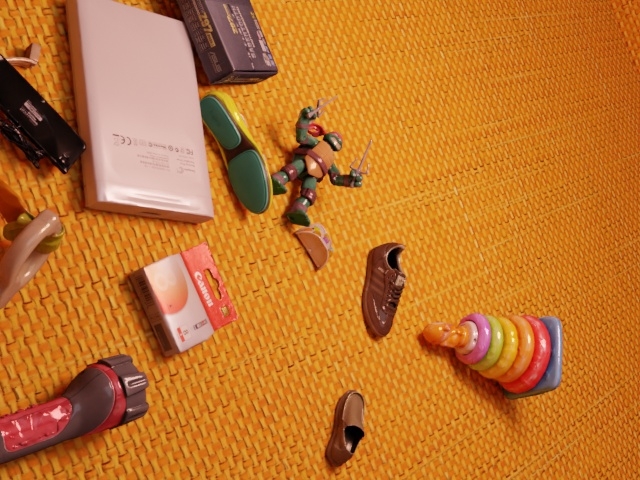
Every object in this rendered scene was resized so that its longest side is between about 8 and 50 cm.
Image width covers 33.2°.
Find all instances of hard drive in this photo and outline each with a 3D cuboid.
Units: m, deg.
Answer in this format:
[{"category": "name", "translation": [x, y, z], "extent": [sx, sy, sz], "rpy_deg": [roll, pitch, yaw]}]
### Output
[{"category": "hard drive", "translation": [-0.291, -0.210, 1.741], "extent": [0.233, 0.047, 0.353], "rpy_deg": [8, 68, -46]}]

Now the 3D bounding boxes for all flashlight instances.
[{"category": "flashlight", "translation": [-0.367, 0.231, 1.414], "extent": [0.304, 0.103, 0.103], "rpy_deg": [-12, 83, -50]}]

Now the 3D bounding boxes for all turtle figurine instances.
[{"category": "turtle figurine", "translation": [-0.003, -0.144, 1.974], "extent": [0.175, 0.118, 0.234], "rpy_deg": [41, 61, -8]}]

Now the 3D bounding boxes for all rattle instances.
[{"category": "rattle", "translation": [-0.450, 0.023, 1.448], "extent": [0.143, 0.130, 0.200], "rpy_deg": [40, 73, -14]}]

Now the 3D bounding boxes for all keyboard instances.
[{"category": "keyboard", "translation": [-0.436, -0.175, 1.573], "extent": [0.192, 0.038, 0.100], "rpy_deg": [48, 41, -20]}]

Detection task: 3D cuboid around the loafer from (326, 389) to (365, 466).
[{"category": "loafer", "translation": [0.054, 0.325, 1.873], "extent": [0.056, 0.050, 0.148], "rpy_deg": [39, 48, -30]}]

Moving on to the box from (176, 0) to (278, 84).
[{"category": "box", "translation": [-0.174, -0.392, 1.908], "extent": [0.183, 0.059, 0.233], "rpy_deg": [-18, 86, -65]}]

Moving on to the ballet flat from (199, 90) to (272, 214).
[{"category": "ballet flat", "translation": [-0.135, -0.158, 1.873], "extent": [0.231, 0.077, 0.077], "rpy_deg": [63, 24, -2]}]

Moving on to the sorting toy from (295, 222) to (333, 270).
[{"category": "sorting toy", "translation": [0.000, 0.000, 1.977], "extent": [0.083, 0.045, 0.075], "rpy_deg": [58, 22, -11]}]

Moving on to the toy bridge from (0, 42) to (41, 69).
[{"category": "toy bridge", "translation": [-0.499, -0.294, 1.567], "extent": [0.188, 0.026, 0.063], "rpy_deg": [25, 57, -39]}]

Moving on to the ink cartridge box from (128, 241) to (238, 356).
[{"category": "ink cartridge box", "translation": [-0.203, 0.087, 1.706], "extent": [0.179, 0.045, 0.145], "rpy_deg": [-26, 93, -47]}]

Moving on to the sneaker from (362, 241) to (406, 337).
[{"category": "sneaker", "translation": [0.126, 0.088, 2.042], "extent": [0.066, 0.071, 0.188], "rpy_deg": [24, 56, -40]}]

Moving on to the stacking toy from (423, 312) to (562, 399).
[{"category": "stacking toy", "translation": [0.331, 0.209, 2.177], "extent": [0.302, 0.175, 0.166], "rpy_deg": [16, 66, -27]}]
